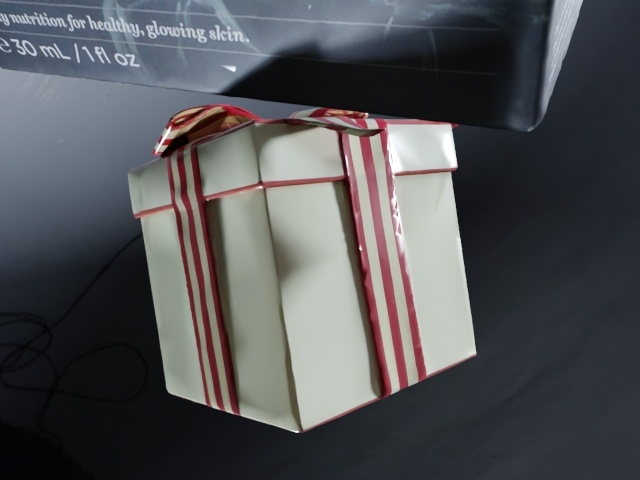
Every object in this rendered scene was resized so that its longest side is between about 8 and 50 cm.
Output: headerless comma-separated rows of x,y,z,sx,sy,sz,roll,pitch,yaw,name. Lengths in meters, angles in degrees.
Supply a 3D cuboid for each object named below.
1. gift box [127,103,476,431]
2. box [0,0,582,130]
0.000,0.000,0.541,0.255,0.276,0.258,-11,92,-45,gift box
-0.066,-0.358,0.343,0.471,0.480,0.297,75,35,-46,box
